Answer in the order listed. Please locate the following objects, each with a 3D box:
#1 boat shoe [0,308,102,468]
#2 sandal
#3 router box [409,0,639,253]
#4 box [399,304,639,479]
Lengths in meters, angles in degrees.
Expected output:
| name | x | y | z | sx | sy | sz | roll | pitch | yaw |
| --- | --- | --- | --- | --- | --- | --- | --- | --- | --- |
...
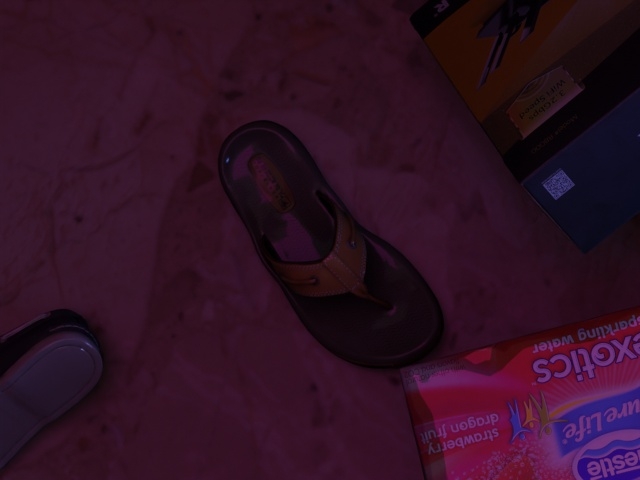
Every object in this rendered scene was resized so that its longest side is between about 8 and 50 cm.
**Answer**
| name | x | y | z | sx | sy | sz | roll | pitch | yaw |
| --- | --- | --- | --- | --- | --- | --- | --- | --- | --- |
| boat shoe | -0.248 | 0.121 | 1.447 | 0.206 | 0.075 | 0.065 | -34 | 33 | 8 |
| sandal | 0.000 | 0.000 | 1.414 | 0.090 | 0.060 | 0.219 | -35 | 76 | 2 |
| router box | 0.229 | -0.168 | 1.306 | 0.309 | 0.081 | 0.243 | -40 | 34 | 9 |
| box | 0.194 | 0.119 | 1.325 | 0.257 | 0.122 | 0.128 | -15 | 78 | 7 |
